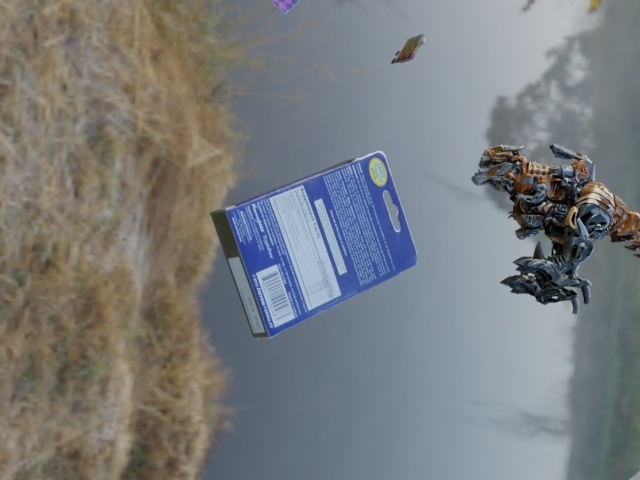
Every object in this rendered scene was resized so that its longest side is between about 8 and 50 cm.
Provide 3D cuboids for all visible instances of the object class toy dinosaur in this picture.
[{"bbox_3d":[0.367,-0.023,1.759,0.218,0.321,0.164,-61,150,-14],"label":"toy dinosaur"}]

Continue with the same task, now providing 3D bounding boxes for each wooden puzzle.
[{"bbox_3d":[0.146,-0.312,1.966,0.006,0.083,0.049,35,74,-22],"label":"wooden puzzle"}]

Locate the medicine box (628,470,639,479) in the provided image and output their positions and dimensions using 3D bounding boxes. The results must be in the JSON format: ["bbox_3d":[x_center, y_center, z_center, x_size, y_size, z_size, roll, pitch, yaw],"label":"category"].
[{"bbox_3d":[0.435,0.294,1.141,0.289,0.263,0.149,-32,168,-20],"label":"medicine box"}]

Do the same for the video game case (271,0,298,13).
[{"bbox_3d":[-0.135,-0.516,2.147,0.232,0.042,0.210,42,14,-20],"label":"video game case"}]

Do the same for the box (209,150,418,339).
[{"bbox_3d":[0.000,0.000,1.255,0.225,0.036,0.137,-23,97,-38],"label":"box"}]
